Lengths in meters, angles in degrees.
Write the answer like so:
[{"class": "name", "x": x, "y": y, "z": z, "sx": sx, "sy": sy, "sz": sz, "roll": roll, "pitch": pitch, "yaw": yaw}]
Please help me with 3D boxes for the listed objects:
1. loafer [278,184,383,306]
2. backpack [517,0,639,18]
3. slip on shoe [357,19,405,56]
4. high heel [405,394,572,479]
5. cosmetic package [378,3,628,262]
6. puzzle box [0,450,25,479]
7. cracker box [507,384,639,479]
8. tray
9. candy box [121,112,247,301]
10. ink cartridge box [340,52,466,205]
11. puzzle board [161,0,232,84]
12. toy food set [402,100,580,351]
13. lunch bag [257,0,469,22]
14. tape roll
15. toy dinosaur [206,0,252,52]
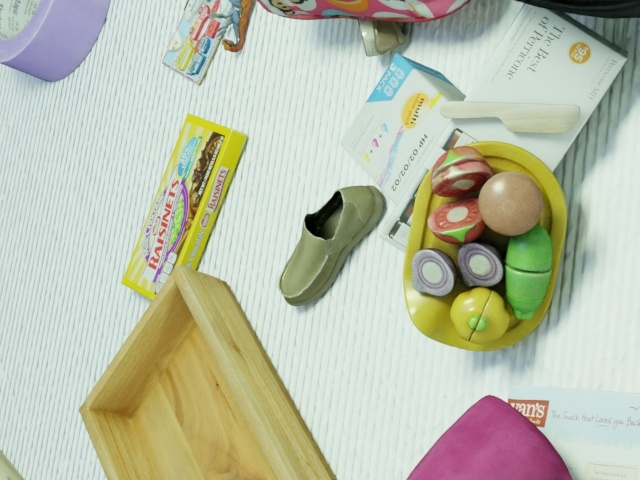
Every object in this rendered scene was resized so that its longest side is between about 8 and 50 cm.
[{"class": "loafer", "x": 0.000, "y": 0.000, "z": 1.643, "sx": 0.148, "sy": 0.050, "sz": 0.056, "roll": -54, "pitch": 40, "yaw": 20}, {"class": "backpack", "x": 0.215, "y": -0.281, "z": 1.317, "sx": 0.355, "sy": 0.290, "sz": 0.273, "roll": 46, "pitch": 127, "yaw": 44}, {"class": "slip on shoe", "x": 0.053, "y": -0.236, "z": 1.696, "sx": 0.041, "sy": 0.051, "sz": 0.135, "roll": -14, "pitch": 45, "yaw": 3}, {"class": "high heel", "x": 0.012, "y": 0.254, "z": 1.222, "sx": 0.377, "sy": 0.127, "sz": 0.181, "roll": -21, "pitch": 51, "yaw": -10}, {"class": "cosmetic package", "x": 0.153, "y": -0.080, "z": 1.440, "sx": 0.239, "sy": 0.099, "sz": 0.060, "roll": -59, "pitch": 0, "yaw": 15}, {"class": "puzzle box", "x": -0.407, "y": 0.399, "z": 1.969, "sx": 0.409, "sy": 0.052, "sz": 0.272, "roll": 34, "pitch": 102, "yaw": 52}, {"class": "cracker box", "x": 0.196, "y": 0.229, "z": 1.278, "sx": 0.155, "sy": 0.067, "sz": 0.232, "roll": -1, "pitch": 75, "yaw": 53}, {"class": "tray", "x": -0.099, "y": 0.229, "z": 1.645, "sx": 0.203, "sy": 0.076, "sz": 0.411, "roll": -54, "pitch": 40, "yaw": 19}, {"class": "candy box", "x": -0.150, "y": -0.032, "z": 1.865, "sx": 0.105, "sy": 0.027, "sz": 0.206, "roll": 23, "pitch": 92, "yaw": 56}, {"class": "ink cartridge box", "x": 0.103, "y": -0.079, "z": 1.541, "sx": 0.104, "sy": 0.061, "sz": 0.181, "roll": -58, "pitch": 39, "yaw": 15}, {"class": "puzzle board", "x": -0.137, "y": -0.250, "z": 1.961, "sx": 0.096, "sy": 0.011, "sz": 0.128, "roll": 33, "pitch": 100, "yaw": 52}, {"class": "toy food set", "x": 0.132, "y": -0.008, "z": 1.388, "sx": 0.128, "sy": 0.071, "sz": 0.218, "roll": 10, "pitch": 102, "yaw": 10}, {"class": "lunch bag", "x": 0.061, "y": -0.339, "z": 1.640, "sx": 0.293, "sy": 0.120, "sz": 0.258, "roll": 7, "pitch": 63, "yaw": 44}, {"class": "tape roll", "x": -0.352, "y": -0.305, "z": 2.200, "sx": 0.189, "sy": 0.080, "sz": 0.189, "roll": -24, "pitch": 57, "yaw": 43}, {"class": "toy dinosaur", "x": -0.092, "y": -0.251, "z": 1.884, "sx": 0.090, "sy": 0.047, "sz": 0.082, "roll": -24, "pitch": 79, "yaw": 24}]
